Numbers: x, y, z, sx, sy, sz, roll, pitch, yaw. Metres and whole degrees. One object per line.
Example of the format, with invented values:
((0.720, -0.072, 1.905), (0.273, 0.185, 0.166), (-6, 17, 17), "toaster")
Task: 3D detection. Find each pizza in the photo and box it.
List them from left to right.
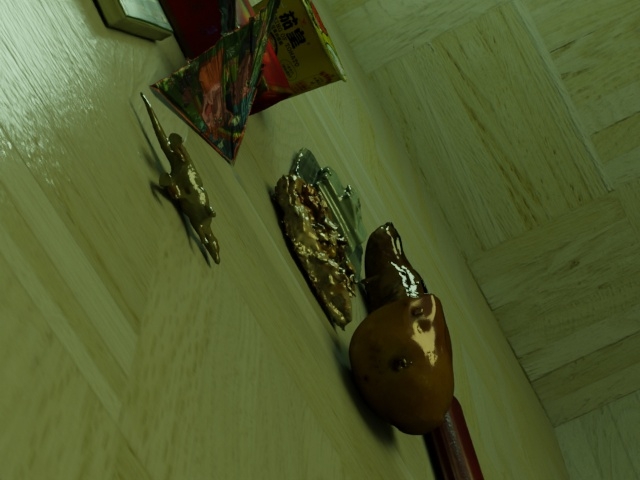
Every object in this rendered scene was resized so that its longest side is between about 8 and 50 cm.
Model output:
((0.000, 0.000, 1.924), (0.147, 0.069, 0.226), (55, 13, -52), "pizza")

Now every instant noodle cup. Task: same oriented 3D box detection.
((-0.062, -0.295, 2.131), (0.182, 0.144, 0.182), (61, 9, -16), "instant noodle cup")

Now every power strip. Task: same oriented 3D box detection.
((0.031, -0.052, 2.222), (0.213, 0.064, 0.198), (62, 12, -15), "power strip")

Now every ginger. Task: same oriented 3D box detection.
((0.123, 0.105, 2.201), (0.133, 0.107, 0.309), (39, 21, -23), "ginger")

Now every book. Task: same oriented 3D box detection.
((-0.261, -0.359, 1.597), (0.264, 0.027, 0.202), (64, 9, 1), "book")

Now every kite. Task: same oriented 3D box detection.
((-0.119, -0.194, 1.711), (0.321, 0.016, 0.234), (-47, 144, -51), "kite")

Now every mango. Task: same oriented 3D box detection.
((0.117, 0.181, 1.889), (0.236, 0.136, 0.166), (51, 29, -69), "mango")

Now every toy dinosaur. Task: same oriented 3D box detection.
((-0.144, -0.064, 1.449), (0.126, 0.039, 0.162), (67, -2, -50), "toy dinosaur")

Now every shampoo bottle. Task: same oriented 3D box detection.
((0.215, 0.355, 2.140), (0.260, 0.064, 0.102), (-103, 168, -50), "shampoo bottle")

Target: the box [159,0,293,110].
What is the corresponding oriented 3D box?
((-0.154, -0.324, 1.895), (0.313, 0.089, 0.197), (64, 9, -1), "box")
